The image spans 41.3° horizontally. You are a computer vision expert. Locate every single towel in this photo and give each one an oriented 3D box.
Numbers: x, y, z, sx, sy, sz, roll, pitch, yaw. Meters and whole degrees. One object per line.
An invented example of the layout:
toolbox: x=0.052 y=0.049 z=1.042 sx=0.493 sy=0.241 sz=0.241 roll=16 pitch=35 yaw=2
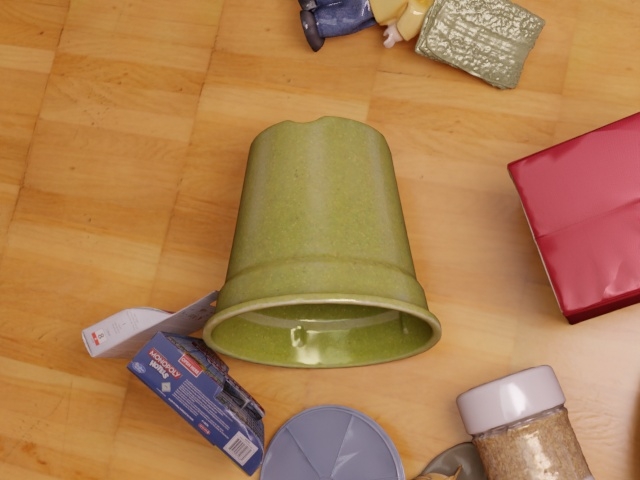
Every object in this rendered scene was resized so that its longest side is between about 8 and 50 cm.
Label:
towel: x=0.205 y=-0.267 z=1.095 sx=0.148 sy=0.027 sz=0.110 roll=21 pitch=108 yaw=-7

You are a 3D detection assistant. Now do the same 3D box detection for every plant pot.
plant pot: x=0.000 y=0.000 z=1.033 sx=0.276 sy=0.276 sz=0.253 roll=-7 pitch=66 yaw=12

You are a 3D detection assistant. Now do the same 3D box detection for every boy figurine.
boy figurine: x=0.107 y=-0.351 z=1.142 sx=0.285 sy=0.092 sz=0.177 roll=-15 pitch=76 yaw=10

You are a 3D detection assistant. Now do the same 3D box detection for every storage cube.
storage cube: x=0.340 y=-0.023 z=0.964 sx=0.193 sy=0.215 sz=0.183 roll=-21 pitch=76 yaw=15

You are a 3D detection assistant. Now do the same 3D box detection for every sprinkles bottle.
sprinkles bottle: x=0.268 y=0.325 z=0.958 sx=0.121 sy=0.121 sz=0.355 roll=-21 pitch=75 yaw=9

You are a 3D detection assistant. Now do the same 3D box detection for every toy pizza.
toy pizza: x=0.015 y=0.307 z=1.057 sx=0.201 sy=0.032 sz=0.201 roll=-7 pitch=74 yaw=25

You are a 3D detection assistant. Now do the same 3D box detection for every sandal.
sandal: x=0.128 y=0.311 z=1.032 sx=0.180 sy=0.049 sz=0.072 roll=-31 pitch=73 yaw=7

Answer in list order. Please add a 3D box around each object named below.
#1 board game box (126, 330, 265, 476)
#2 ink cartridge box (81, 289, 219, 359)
board game box: x=-0.138 y=0.188 z=1.067 sx=0.194 sy=0.194 sz=0.060 roll=43 pitch=88 yaw=-3
ink cartridge box: x=-0.198 y=0.097 z=1.101 sx=0.179 sy=0.145 sz=0.045 roll=-30 pitch=76 yaw=6
